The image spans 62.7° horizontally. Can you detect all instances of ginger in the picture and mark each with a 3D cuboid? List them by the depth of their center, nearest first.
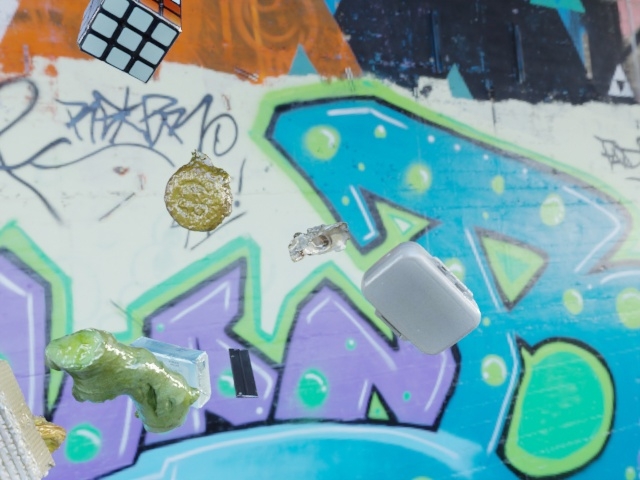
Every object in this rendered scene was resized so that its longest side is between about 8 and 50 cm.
[{"bbox_3d":[-0.309,0.229,0.843,0.290,0.137,0.089,43,4,-43],"label":"ginger"}]

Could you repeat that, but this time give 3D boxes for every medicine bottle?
[{"bbox_3d":[0.325,0.192,1.720,0.282,0.375,0.123,-42,14,18],"label":"medicine bottle"}]

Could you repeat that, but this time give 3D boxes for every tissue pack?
[{"bbox_3d":[-0.484,0.422,1.693,0.263,0.177,0.089,6,19,20],"label":"tissue pack"}]

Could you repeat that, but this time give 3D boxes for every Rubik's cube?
[{"bbox_3d":[-0.407,-0.471,1.131,0.163,0.160,0.162,22,-52,-34],"label":"Rubik's cube"}]

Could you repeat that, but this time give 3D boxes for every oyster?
[{"bbox_3d":[-0.010,-0.005,1.858,0.233,0.107,0.161,-25,-40,-6],"label":"oyster"}]

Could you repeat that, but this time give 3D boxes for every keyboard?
[{"bbox_3d":[-0.228,0.383,1.529,0.067,0.011,0.202,8,26,-21],"label":"keyboard"}]

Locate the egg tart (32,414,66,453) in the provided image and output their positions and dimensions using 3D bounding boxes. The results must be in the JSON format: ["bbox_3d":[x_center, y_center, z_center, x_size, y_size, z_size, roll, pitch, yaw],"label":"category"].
[{"bbox_3d":[-0.644,0.433,1.123,0.191,0.074,0.191,-23,-29,-14],"label":"egg tart"}]

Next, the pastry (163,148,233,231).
[{"bbox_3d":[-0.412,-0.150,1.793,0.235,0.240,0.132,-49,4,24],"label":"pastry"}]

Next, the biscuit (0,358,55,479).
[{"bbox_3d":[-0.547,0.325,0.923,0.062,0.238,0.108,-23,2,-14],"label":"biscuit"}]
